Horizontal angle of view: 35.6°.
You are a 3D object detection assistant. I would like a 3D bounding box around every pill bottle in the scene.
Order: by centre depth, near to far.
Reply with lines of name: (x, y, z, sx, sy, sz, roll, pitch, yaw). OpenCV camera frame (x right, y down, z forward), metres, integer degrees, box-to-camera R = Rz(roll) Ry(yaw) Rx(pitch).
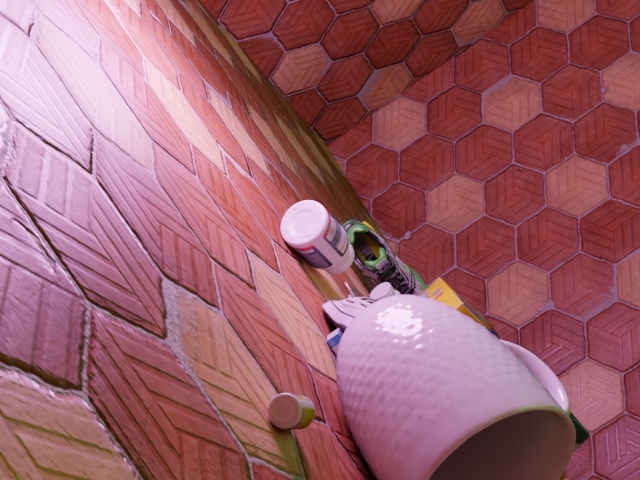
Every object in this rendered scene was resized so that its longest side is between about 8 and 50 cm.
pill bottle: (-0.032, 0.211, 1.229, 0.043, 0.043, 0.083, 58, 8, 18)
pill bottle: (0.000, 0.000, 2.110, 0.180, 0.108, 0.108, 46, 12, -54)
pill bottle: (0.195, 0.181, 2.654, 0.137, 0.078, 0.078, 51, 8, -23)

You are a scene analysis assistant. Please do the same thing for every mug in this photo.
mug: (0.214, 0.241, 1.525, 0.374, 0.276, 0.328, -4, 36, -29)

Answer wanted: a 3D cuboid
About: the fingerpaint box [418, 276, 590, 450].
fingerpaint box: (0.353, 0.282, 2.155, 0.371, 0.163, 0.445, 46, 4, -2)

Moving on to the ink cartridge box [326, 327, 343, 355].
ink cartridge box: (0.046, 0.203, 1.810, 0.083, 0.028, 0.048, 54, 7, -4)

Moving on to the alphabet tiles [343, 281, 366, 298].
alphabet tiles: (0.162, 0.242, 2.450, 0.285, 0.011, 0.342, 58, 8, 25)

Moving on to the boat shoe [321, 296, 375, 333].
boat shoe: (0.075, 0.148, 1.861, 0.095, 0.084, 0.258, 56, -8, -16)

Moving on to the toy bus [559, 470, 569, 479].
toy bus: (0.359, 0.416, 1.611, 0.191, 0.104, 0.202, 40, 29, -58)

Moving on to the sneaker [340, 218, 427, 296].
sneaker: (0.171, 0.090, 2.709, 0.343, 0.134, 0.146, 46, 2, -4)
